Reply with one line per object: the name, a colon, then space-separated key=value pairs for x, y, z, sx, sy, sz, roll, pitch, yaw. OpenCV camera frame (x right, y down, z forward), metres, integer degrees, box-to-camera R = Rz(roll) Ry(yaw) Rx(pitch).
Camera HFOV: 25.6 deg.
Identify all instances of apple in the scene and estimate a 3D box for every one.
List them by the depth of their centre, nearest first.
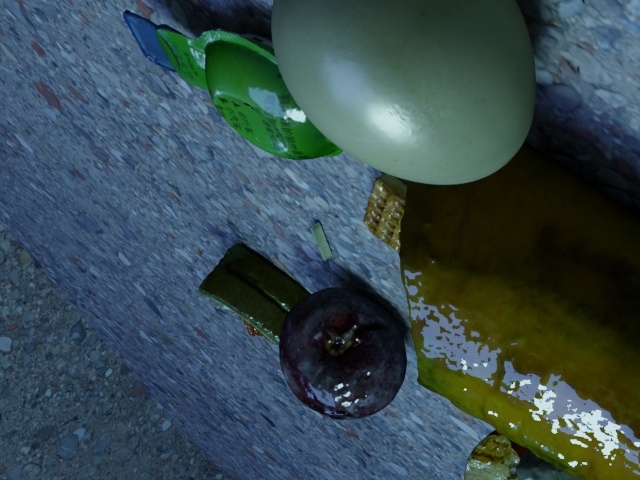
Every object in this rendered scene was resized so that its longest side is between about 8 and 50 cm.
apple: x=0.291 y=0.327 z=1.906 sx=0.158 sy=0.147 sz=0.156 roll=13 pitch=116 yaw=41

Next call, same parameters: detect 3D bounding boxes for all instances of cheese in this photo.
cheese: x=-0.090 y=-0.178 z=1.566 sx=0.320 sy=0.083 sz=0.204 roll=28 pitch=161 yaw=28

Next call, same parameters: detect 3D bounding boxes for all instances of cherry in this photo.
cherry: x=0.036 y=0.163 z=1.986 sx=0.195 sy=0.195 sz=0.195 roll=36 pitch=162 yaw=14

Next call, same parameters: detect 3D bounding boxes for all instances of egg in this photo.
egg: x=0.072 y=-0.147 z=1.126 sx=0.253 sy=0.188 sz=0.188 roll=46 pitch=163 yaw=-33

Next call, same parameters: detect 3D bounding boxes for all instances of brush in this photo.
brush: x=0.000 y=0.000 z=1.921 sx=0.013 sy=0.016 sz=0.083 roll=45 pitch=167 yaw=34

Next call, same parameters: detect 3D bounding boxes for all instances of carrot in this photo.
carrot: x=0.207 y=0.064 z=1.273 sx=0.341 sy=0.241 sz=0.241 roll=34 pitch=161 yaw=15

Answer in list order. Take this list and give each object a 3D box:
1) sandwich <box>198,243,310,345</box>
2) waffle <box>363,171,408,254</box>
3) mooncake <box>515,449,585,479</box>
sandwich: x=-0.100 y=0.102 z=2.227 sx=0.185 sy=0.109 sz=0.160 roll=38 pitch=160 yaw=8
waffle: x=0.100 y=-0.027 z=1.600 sx=0.102 sy=0.042 sz=0.148 roll=40 pitch=163 yaw=8
mooncake: x=0.316 y=0.291 z=1.784 sx=0.130 sy=0.125 sz=0.073 roll=53 pitch=164 yaw=-26
